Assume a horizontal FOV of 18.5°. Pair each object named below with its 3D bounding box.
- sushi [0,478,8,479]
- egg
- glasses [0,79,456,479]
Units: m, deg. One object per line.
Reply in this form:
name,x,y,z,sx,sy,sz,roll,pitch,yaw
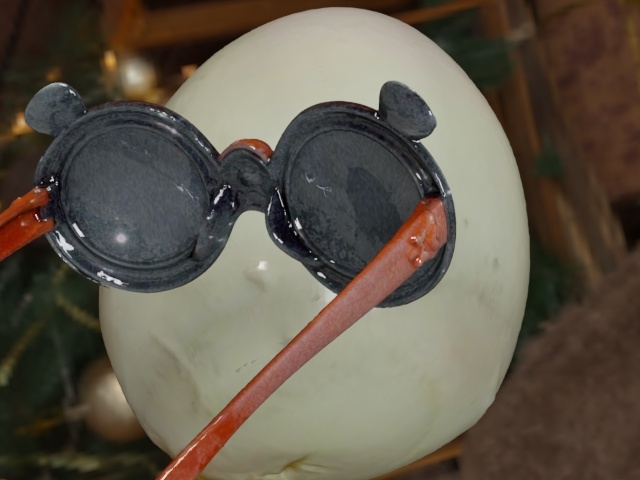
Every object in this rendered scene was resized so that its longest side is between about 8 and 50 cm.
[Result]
sushi,-0.291,0.240,1.731,0.050,0.099,0.047,79,167,-48
egg,0.000,0.000,1.320,0.283,0.283,0.345,138,145,-59
glasses,-0.088,0.023,0.849,0.234,0.268,0.118,4,116,28
